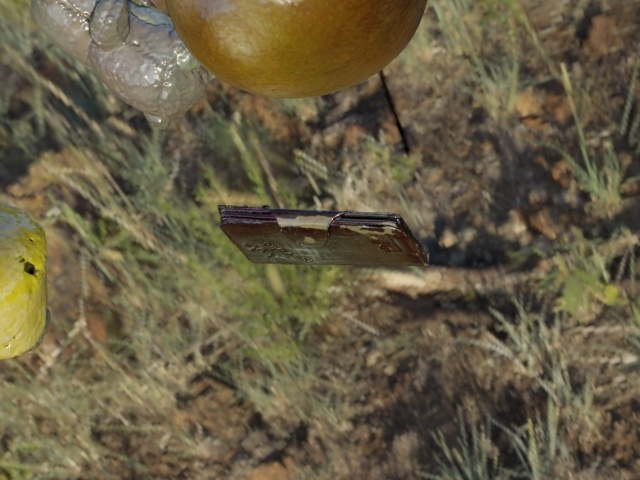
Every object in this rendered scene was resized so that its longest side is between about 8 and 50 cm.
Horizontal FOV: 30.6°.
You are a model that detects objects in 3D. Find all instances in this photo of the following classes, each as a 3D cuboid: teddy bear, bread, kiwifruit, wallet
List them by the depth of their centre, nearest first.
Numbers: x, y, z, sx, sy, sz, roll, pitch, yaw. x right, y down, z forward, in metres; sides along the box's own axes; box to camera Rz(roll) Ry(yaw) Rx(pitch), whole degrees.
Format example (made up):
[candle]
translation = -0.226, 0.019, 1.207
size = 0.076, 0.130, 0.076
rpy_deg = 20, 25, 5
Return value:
[kiwifruit]
translation = -0.020, -0.207, 0.896
size = 0.196, 0.234, 0.196
rpy_deg = 2, 94, 31
[wallet]
translation = 0.000, 0.000, 1.339
size = 0.232, 0.122, 0.031
rpy_deg = 3, 66, 26
[bread]
translation = -0.453, 0.058, 1.570
size = 0.197, 0.170, 0.197
rpy_deg = 0, 43, 0
[teddy bear]
translation = -0.261, -0.277, 1.573
size = 0.267, 0.236, 0.151
rpy_deg = 44, 95, 10
